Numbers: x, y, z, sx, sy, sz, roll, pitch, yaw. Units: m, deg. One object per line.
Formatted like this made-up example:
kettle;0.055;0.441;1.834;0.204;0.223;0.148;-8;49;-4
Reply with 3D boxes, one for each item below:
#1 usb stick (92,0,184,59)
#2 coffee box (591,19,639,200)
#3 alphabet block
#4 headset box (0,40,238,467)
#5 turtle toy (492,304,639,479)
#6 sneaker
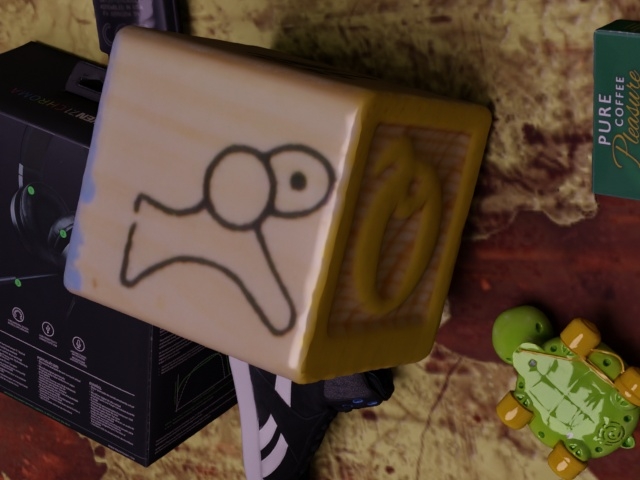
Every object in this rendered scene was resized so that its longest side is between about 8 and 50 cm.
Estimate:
usb stick;-0.149;-0.267;1.132;0.077;0.045;0.278;6;115;27
coffee box;0.256;-0.072;0.926;0.184;0.040;0.113;9;116;33
alphabet block;-0.027;-0.028;1.026;0.197;0.193;0.192;20;103;28
headset box;-0.189;-0.003;1.229;0.246;0.131;0.283;21;122;28
turtle toy;0.170;0.097;1.053;0.130;0.066;0.095;44;107;15
sneaker;0.001;0.137;1.192;0.121;0.079;0.217;2;129;15
